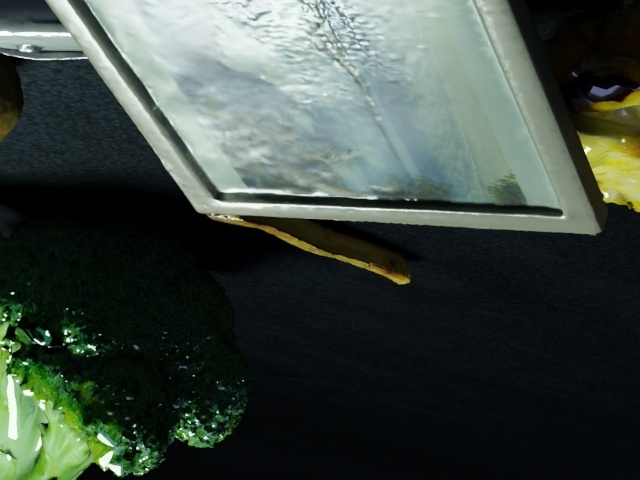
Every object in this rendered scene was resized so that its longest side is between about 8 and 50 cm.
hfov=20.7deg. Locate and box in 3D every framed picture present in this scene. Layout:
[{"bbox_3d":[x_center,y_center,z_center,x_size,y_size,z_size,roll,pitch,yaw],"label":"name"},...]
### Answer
[{"bbox_3d":[-0.013,-0.096,0.801,0.232,0.024,0.315,3,151,25],"label":"framed picture"}]

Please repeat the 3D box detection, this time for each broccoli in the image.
[{"bbox_3d":[-0.182,0.107,1.369,0.254,0.269,0.269,41,-178,28],"label":"broccoli"}]

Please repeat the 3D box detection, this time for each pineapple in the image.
[{"bbox_3d":[0.192,-0.066,0.875,0.225,0.076,0.225,7,162,2],"label":"pineapple"}]

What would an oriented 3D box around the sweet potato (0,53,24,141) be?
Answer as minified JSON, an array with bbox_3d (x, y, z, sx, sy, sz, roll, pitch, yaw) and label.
[{"bbox_3d":[-0.233,-0.104,0.952,0.081,0.062,0.233,1,161,26],"label":"sweet potato"}]

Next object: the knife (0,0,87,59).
[{"bbox_3d":[-0.052,-0.109,0.887,0.266,0.040,0.073,3,166,14],"label":"knife"}]

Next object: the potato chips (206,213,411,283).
[{"bbox_3d":[0.000,0.000,1.304,0.204,0.026,0.037,19,164,-41],"label":"potato chips"}]
